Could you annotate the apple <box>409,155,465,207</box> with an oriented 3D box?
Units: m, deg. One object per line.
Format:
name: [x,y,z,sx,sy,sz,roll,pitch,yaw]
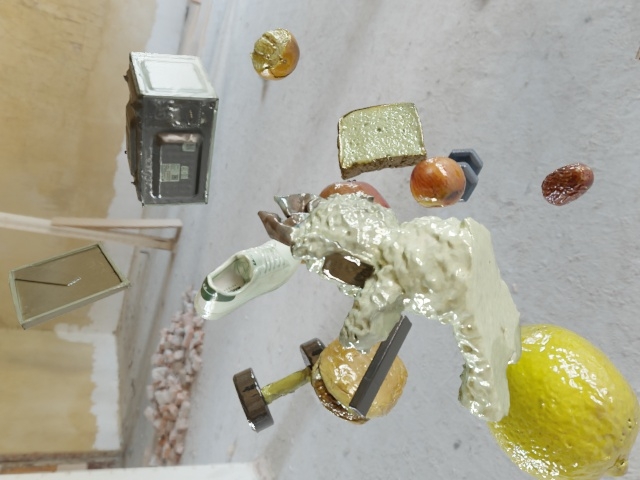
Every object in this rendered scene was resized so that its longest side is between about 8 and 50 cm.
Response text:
apple: [0.299,-0.142,1.258,0.146,0.147,0.146,-33,52,56]

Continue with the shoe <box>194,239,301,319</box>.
shoe: [-0.126,0.056,0.970,0.095,0.265,0.110,45,146,13]

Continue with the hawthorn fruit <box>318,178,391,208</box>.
hawthorn fruit: [0.135,-0.045,1.766,0.369,0.285,0.284,51,128,34]

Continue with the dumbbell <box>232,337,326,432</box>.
dumbbell: [-0.110,0.477,1.647,0.204,0.323,0.203,157,90,-78]

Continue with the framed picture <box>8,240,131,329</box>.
framed picture: [-0.492,0.073,0.955,0.260,0.189,0.023,27,133,51]

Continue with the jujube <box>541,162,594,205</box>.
jujube: [0.783,-0.180,1.563,0.112,0.109,0.176,52,158,5]

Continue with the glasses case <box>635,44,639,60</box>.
glasses case: [0.860,-0.515,1.244,0.102,0.193,0.070,-46,64,3]

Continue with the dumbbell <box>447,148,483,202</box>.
dumbbell: [0.532,-0.255,1.892,0.325,0.160,0.144,-46,-49,-60]

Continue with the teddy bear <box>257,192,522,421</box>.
teddy bear: [0.115,0.081,0.840,0.363,0.327,0.375,-4,119,35]

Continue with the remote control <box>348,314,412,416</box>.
remote control: [0.139,0.279,1.114,0.025,0.063,0.245,10,60,45]

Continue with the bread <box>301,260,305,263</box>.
bread: [0.000,0.000,1.474,0.311,0.173,0.121,-9,109,48]

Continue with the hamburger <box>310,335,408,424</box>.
hamburger: [0.115,0.395,1.443,0.283,0.260,0.144,-46,-8,-44]

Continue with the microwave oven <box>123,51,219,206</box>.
microwave oven: [-0.363,-0.257,1.166,0.237,0.181,0.295,-117,33,-41]

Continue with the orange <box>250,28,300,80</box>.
orange: [-0.141,-0.566,1.502,0.134,0.157,0.156,38,116,41]

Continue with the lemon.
lemon: [0.440,0.303,0.945,0.321,0.269,0.268,55,129,45]

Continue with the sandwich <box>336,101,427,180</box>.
sandwich: [0.174,-0.296,1.458,0.087,0.252,0.226,66,-163,-62]
